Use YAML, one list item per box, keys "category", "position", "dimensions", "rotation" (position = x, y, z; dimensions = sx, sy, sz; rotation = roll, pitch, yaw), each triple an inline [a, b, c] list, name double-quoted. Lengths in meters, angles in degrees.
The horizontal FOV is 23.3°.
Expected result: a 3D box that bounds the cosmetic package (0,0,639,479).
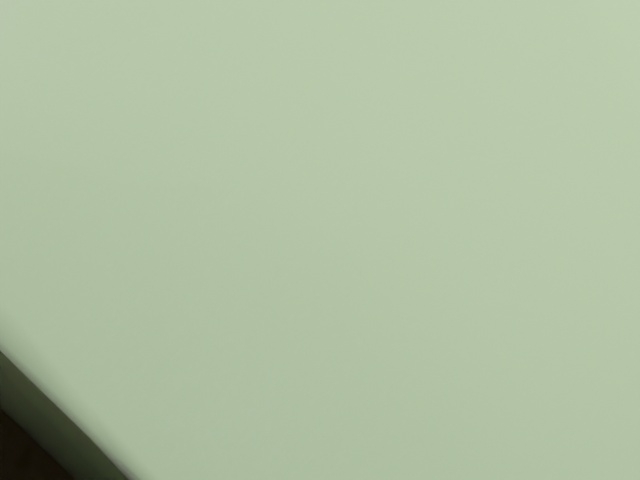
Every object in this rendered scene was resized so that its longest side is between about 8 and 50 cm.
- category: "cosmetic package"
  position: [0.000, 0.000, 0.450]
  dimensions: [0.197, 0.155, 0.365]
  rotation: [-48, 125, -16]
